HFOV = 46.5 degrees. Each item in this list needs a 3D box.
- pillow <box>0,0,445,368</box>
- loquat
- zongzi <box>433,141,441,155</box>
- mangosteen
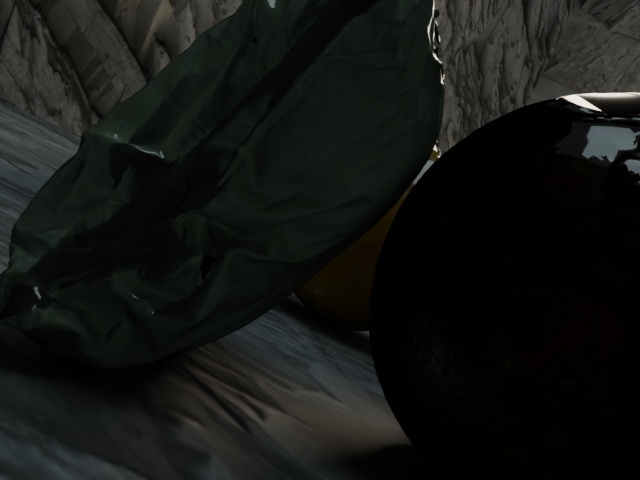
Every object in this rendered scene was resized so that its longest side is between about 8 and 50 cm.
[{"bbox_3d":[-0.032,-0.044,0.458,0.138,0.283,0.310,51,5,5],"label":"pillow"},{"bbox_3d":[0.078,-0.002,0.953,0.263,0.263,0.263,26,2,-1],"label":"loquat"},{"bbox_3d":[0.078,-0.015,1.155,0.274,0.299,0.145,-18,7,14],"label":"zongzi"},{"bbox_3d":[0.171,0.052,0.487,0.311,0.311,0.311,26,2,-1],"label":"mangosteen"}]
